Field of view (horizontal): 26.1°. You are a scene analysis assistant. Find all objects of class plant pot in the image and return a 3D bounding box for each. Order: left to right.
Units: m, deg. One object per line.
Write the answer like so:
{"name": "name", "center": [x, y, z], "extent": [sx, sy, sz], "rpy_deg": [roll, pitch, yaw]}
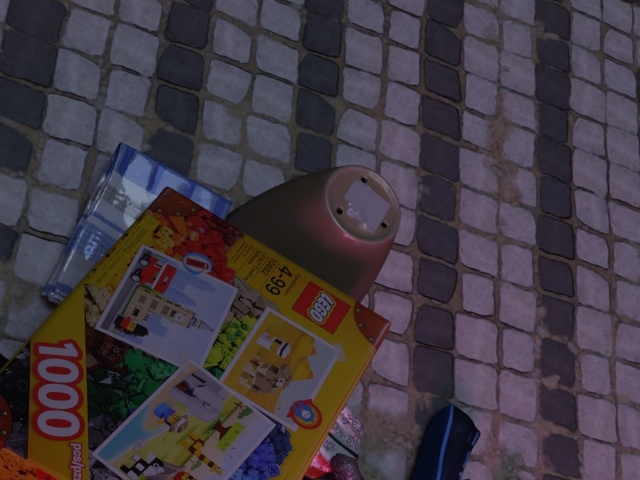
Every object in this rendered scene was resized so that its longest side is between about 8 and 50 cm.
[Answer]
{"name": "plant pot", "center": [0.000, 0.000, 2.091], "extent": [0.256, 0.274, 0.256], "rpy_deg": [14, 60, -25]}

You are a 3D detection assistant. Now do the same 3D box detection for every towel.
{"name": "towel", "center": [-0.266, 0.012, 2.057], "extent": [0.209, 0.034, 0.285], "rpy_deg": [30, 63, -16]}

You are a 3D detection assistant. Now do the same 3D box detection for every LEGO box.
{"name": "LEGO box", "center": [-0.184, 0.214, 1.769], "extent": [0.372, 0.193, 0.500], "rpy_deg": [31, 42, 3]}

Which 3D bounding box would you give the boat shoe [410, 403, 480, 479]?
{"name": "boat shoe", "center": [0.198, 0.370, 2.128], "extent": [0.089, 0.109, 0.258], "rpy_deg": [35, 56, -15]}

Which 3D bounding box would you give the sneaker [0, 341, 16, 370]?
{"name": "sneaker", "center": [-0.492, 0.165, 1.840], "extent": [0.217, 0.079, 0.121], "rpy_deg": [37, 52, -11]}

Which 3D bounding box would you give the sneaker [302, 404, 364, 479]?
{"name": "sneaker", "center": [-0.055, 0.266, 2.042], "extent": [0.270, 0.090, 0.145], "rpy_deg": [35, 53, -15]}

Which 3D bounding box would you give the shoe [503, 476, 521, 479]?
{"name": "shoe", "center": [0.259, 0.450, 2.140], "extent": [0.058, 0.076, 0.219], "rpy_deg": [40, 55, -14]}

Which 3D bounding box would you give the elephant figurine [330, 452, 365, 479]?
{"name": "elephant figurine", "center": [0.082, 0.449, 1.945], "extent": [0.169, 0.186, 0.239], "rpy_deg": [-46, 122, -29]}
